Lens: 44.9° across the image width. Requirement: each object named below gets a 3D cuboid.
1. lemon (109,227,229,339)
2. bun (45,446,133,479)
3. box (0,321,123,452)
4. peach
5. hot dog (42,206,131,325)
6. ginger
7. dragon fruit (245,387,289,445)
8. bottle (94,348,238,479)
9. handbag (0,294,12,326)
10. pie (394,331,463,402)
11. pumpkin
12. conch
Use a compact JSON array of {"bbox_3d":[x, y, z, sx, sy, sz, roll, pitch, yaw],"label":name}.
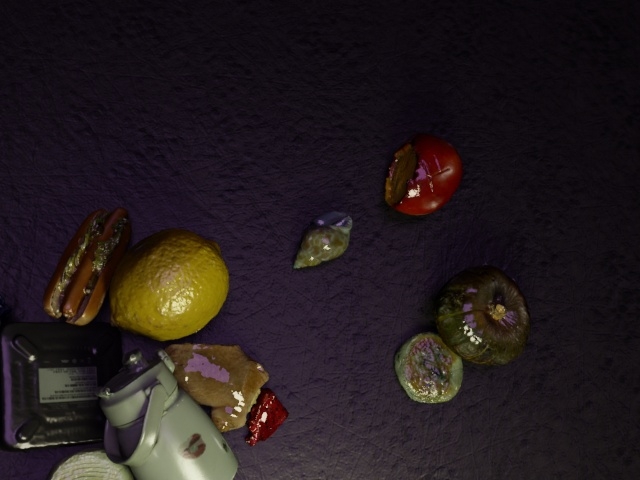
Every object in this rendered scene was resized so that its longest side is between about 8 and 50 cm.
[{"bbox_3d":[-0.356,0.107,1.812,0.310,0.253,0.253,-37,84,-17],"label":"lemon"},{"bbox_3d":[-0.517,0.559,1.728,0.196,0.118,0.195,5,71,-15],"label":"bun"},{"bbox_3d":[-0.580,0.323,1.746,0.290,0.073,0.288,6,72,-41],"label":"box"},{"bbox_3d":[0.258,-0.171,2.032,0.226,0.196,0.190,-34,50,-19],"label":"peach"},{"bbox_3d":[-0.542,0.043,1.834,0.135,0.100,0.337,19,53,-3],"label":"hot dog"},{"bbox_3d":[-0.259,0.342,1.831,0.276,0.130,0.221,-8,86,-7],"label":"ginger"},{"bbox_3d":[-0.142,0.425,1.860,0.097,0.063,0.131,42,72,3],"label":"dragon fruit"},{"bbox_3d":[-0.355,0.413,1.688,0.229,0.229,0.351,-33,106,-17],"label":"bottle"},{"bbox_3d":[-0.835,0.194,1.742,0.261,0.162,0.113,-11,119,-2],"label":"handbag"},{"bbox_3d":[0.281,0.325,1.977,0.187,0.041,0.186,3,75,-11],"label":"pie"},{"bbox_3d":[0.414,0.186,1.945,0.261,0.189,0.260,9,65,-20],"label":"pumpkin"},{"bbox_3d":[0.015,-0.001,1.987,0.116,0.106,0.173,21,52,16],"label":"conch"}]
